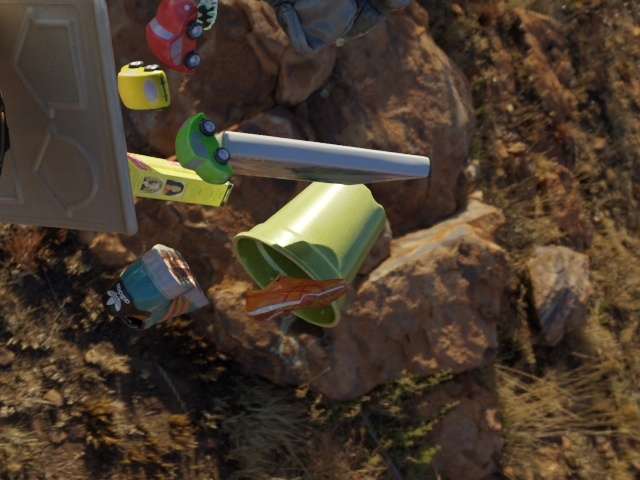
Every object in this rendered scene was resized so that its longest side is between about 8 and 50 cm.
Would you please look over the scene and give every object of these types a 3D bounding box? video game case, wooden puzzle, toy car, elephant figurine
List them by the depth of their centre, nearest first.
[{"bbox_3d":[-0.022,-0.314,0.766,0.239,0.169,0.186,-20,114,-32],"label":"elephant figurine"},{"bbox_3d":[-0.188,-0.171,0.845,0.053,0.239,0.225,-29,93,-35],"label":"toy car"},{"bbox_3d":[-0.411,-0.177,0.896,0.080,0.348,0.322,-54,148,-60],"label":"wooden puzzle"},{"bbox_3d":[-0.037,-0.127,1.071,0.329,0.300,0.036,4,90,-22],"label":"video game case"}]

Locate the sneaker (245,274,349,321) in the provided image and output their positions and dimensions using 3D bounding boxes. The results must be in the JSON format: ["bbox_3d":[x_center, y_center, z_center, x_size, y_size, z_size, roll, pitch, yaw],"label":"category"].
[{"bbox_3d":[-0.040,0.080,1.028,0.064,0.175,0.067,55,25,-66],"label":"sneaker"}]

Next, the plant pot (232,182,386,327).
[{"bbox_3d":[0.000,0.000,1.373,0.276,0.276,0.254,46,66,-13],"label":"plant pot"}]

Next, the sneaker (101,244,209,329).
[{"bbox_3d":[-0.269,0.082,1.051,0.121,0.302,0.108,-32,81,-5],"label":"sneaker"}]

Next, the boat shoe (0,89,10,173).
[{"bbox_3d":[-0.444,-0.134,0.785,0.123,0.123,0.342,-4,86,-13],"label":"boat shoe"}]

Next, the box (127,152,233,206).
[{"bbox_3d":[-0.293,-0.119,1.283,0.232,0.058,0.087,5,27,-48],"label":"box"}]

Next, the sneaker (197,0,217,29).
[{"bbox_3d":[-0.194,-0.430,1.158,0.038,0.098,0.069,15,21,5],"label":"sneaker"}]
